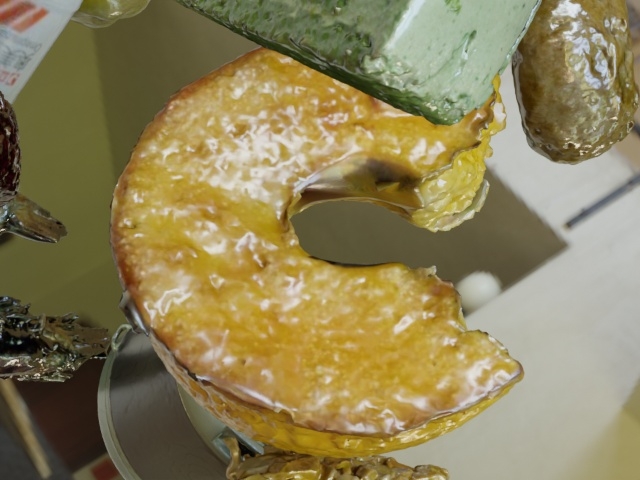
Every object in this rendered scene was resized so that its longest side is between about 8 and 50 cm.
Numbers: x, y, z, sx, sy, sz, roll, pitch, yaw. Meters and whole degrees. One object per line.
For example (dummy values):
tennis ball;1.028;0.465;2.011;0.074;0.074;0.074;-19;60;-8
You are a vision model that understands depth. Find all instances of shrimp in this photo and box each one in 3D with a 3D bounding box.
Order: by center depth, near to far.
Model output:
shrimp;-0.368;0.055;1.565;0.071;0.233;0.365;24;3;41

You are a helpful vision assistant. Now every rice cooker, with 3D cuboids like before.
rice cooker;-0.097;0.182;1.537;0.277;0.288;0.288;-33;-92;48

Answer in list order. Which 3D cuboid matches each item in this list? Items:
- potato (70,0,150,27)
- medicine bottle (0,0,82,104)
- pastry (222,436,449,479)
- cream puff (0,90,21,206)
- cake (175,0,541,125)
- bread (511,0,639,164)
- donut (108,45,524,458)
potato;-0.282;-0.356;1.575;0.137;0.154;0.200;-24;98;-74
medicine bottle;-0.421;-0.221;1.354;0.256;0.325;0.256;37;11;-9
pastry;0.013;0.256;1.297;0.154;0.250;0.102;-161;-97;-75
cream puff;-0.365;-0.084;1.073;0.239;0.239;0.165;145;-69;-68
cake;-0.012;-0.152;0.696;0.235;0.100;0.099;29;3;26
bread;0.269;-0.194;1.379;0.230;0.123;0.230;-7;90;-72
donut;0.000;0.000;1.234;0.163;0.378;0.435;97;2;-60
